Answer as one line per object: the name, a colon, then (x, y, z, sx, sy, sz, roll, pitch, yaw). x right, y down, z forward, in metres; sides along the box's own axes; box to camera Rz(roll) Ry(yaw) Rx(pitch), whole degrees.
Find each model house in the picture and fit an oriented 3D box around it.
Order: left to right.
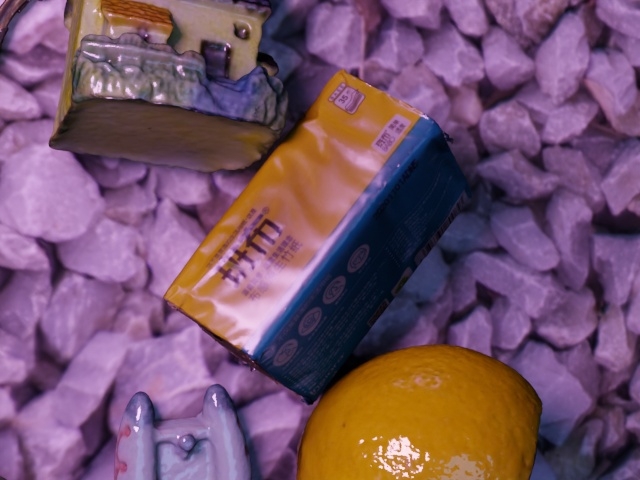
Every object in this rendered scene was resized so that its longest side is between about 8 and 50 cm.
model house: (-0.129, -0.186, 1.286, 0.194, 0.170, 0.211, 8, 72, -15)

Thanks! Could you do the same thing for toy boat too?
toy boat: (-0.128, 0.244, 1.375, 0.134, 0.079, 0.208, -3, 94, -19)

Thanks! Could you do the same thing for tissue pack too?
tissue pack: (0.000, 0.000, 1.326, 0.134, 0.192, 0.271, 35, 82, 26)

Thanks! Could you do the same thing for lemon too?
lemon: (0.086, 0.213, 1.357, 0.219, 0.240, 0.240, 13, 91, 5)

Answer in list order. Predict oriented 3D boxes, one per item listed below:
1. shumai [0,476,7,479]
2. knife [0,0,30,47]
shumai: (-0.270, 0.287, 1.313, 0.142, 0.184, 0.184, -9, 98, -39)
knife: (-0.256, -0.252, 1.321, 0.045, 0.021, 0.222, 27, 83, -17)
